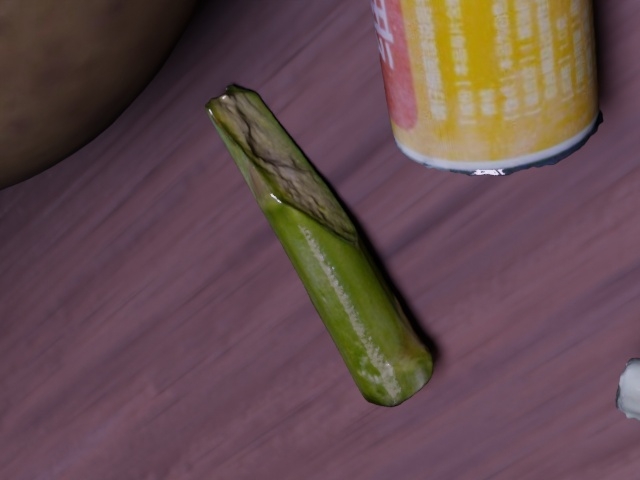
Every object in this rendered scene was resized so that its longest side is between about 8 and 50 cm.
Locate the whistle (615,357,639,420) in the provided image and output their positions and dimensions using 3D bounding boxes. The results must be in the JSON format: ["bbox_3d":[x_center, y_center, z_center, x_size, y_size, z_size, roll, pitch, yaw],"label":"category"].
[{"bbox_3d":[0.250,0.095,0.565,0.253,0.106,0.101,15,137,13],"label":"whistle"}]

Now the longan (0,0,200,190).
[{"bbox_3d":[-0.186,-0.158,0.552,0.319,0.319,0.319,11,118,21],"label":"longan"}]

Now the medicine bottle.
[{"bbox_3d":[0.041,-0.227,0.475,0.108,0.108,0.426,3,123,24],"label":"medicine bottle"}]

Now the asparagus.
[{"bbox_3d":[0.000,0.000,0.677,0.041,0.045,0.178,-30,100,0],"label":"asparagus"}]
